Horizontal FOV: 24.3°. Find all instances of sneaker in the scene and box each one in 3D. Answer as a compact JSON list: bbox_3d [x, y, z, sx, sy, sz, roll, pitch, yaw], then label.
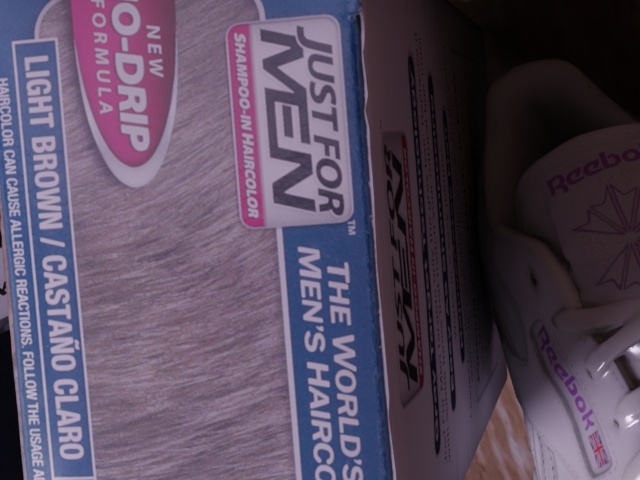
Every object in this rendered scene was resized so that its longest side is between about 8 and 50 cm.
[{"bbox_3d":[0.108,0.056,0.495,0.305,0.114,0.152,-108,-5,-50],"label":"sneaker"}]

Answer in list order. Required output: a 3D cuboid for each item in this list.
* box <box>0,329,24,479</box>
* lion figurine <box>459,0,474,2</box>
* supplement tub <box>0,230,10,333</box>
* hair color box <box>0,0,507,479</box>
[{"bbox_3d":[-0.233,0.087,1.347,0.480,0.297,0.472,60,161,4],"label":"box"},{"bbox_3d":[0.011,-0.198,0.387,0.240,0.142,0.392,56,178,2],"label":"lion figurine"},{"bbox_3d":[-0.158,-0.067,0.862,0.193,0.316,0.193,52,160,27],"label":"supplement tub"},{"bbox_3d":[0.000,0.000,0.535,0.347,0.105,0.174,-20,-74,-79],"label":"hair color box"}]
